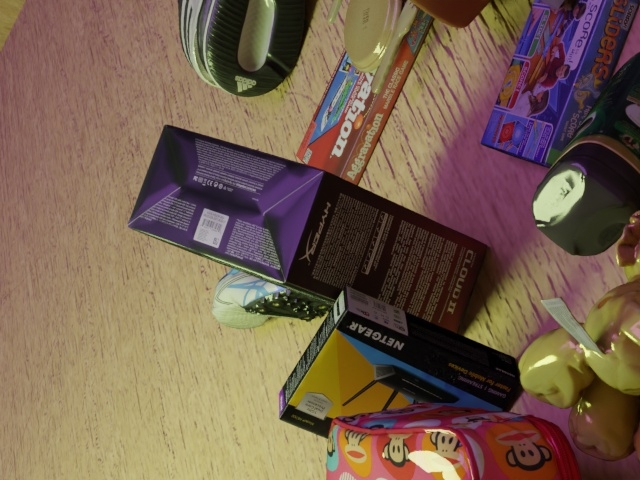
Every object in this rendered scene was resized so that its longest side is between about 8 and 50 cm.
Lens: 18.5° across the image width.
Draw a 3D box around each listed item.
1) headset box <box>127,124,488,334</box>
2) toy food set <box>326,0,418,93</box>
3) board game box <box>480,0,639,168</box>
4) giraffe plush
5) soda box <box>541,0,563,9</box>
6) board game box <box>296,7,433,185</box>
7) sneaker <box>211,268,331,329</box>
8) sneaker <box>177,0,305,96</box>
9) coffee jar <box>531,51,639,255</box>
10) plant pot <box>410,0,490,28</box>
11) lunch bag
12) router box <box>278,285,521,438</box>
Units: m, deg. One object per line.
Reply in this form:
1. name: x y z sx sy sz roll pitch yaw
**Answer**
1. headset box: 0.000 0.000 1.872 0.218 0.293 0.110 18 87 42
2. toy food set: 0.069 -0.249 2.180 0.132 0.038 0.192 -66 29 27
3. board game box: 0.227 -0.169 1.839 0.201 0.035 0.136 -69 24 4
4. giraffe plush: 0.255 0.053 1.473 0.181 0.210 0.170 9 52 38
5. soda box: 0.247 -0.324 1.813 0.216 0.069 0.074 -53 25 6
6. board game box: 0.059 -0.197 2.231 0.281 0.027 0.145 -65 26 11
7. sneaker: -0.055 0.050 2.216 0.237 0.085 0.086 -12 66 61
8. sneaker: -0.094 -0.416 2.545 0.257 0.169 0.447 23 96 64
9. coffee jar: 0.242 -0.070 1.589 0.184 0.079 0.096 -51 0 -42
10. plant pot: 0.119 -0.388 1.974 0.203 0.291 0.291 -43 32 18
11. lunch bag: 0.105 0.269 1.620 0.293 0.120 0.258 178 88 -65
12. router box: 0.070 0.133 1.767 0.133 0.179 0.046 -59 17 26
